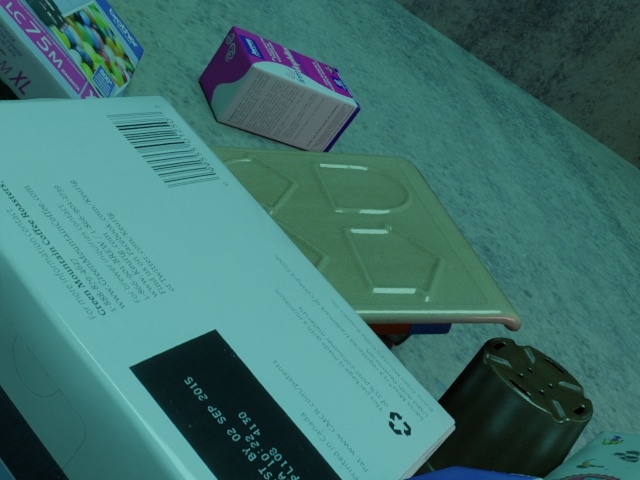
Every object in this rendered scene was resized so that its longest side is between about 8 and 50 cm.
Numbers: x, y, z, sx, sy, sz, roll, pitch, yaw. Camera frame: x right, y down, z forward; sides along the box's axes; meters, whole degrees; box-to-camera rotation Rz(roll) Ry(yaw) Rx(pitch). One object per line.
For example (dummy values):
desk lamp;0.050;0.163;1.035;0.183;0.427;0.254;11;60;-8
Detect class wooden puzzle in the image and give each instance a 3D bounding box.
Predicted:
wooden puzzle;0.000;0.000;0.844;0.348;0.080;0.322;6;32;-20

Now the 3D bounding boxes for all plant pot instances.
plant pot;0.185;0.202;0.816;0.167;0.165;0.167;24;23;-11

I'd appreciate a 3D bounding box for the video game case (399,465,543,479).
video game case;0.014;0.240;0.330;0.269;0.061;0.244;5;80;-48

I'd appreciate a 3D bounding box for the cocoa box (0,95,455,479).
cocoa box;-0.133;0.100;0.536;0.347;0.228;0.231;47;30;15

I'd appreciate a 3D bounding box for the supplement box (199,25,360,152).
supplement box;-0.063;-0.232;1.243;0.220;0.114;0.111;11;40;-40

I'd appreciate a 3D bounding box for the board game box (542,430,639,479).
board game box;0.249;0.320;0.697;0.303;0.097;0.224;-6;94;-52

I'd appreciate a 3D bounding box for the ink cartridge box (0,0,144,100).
ink cartridge box;-0.310;-0.254;0.959;0.186;0.065;0.311;54;17;-29

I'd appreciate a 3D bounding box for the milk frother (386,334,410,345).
milk frother;0.058;0.078;0.970;0.135;0.129;0.143;38;71;-2
